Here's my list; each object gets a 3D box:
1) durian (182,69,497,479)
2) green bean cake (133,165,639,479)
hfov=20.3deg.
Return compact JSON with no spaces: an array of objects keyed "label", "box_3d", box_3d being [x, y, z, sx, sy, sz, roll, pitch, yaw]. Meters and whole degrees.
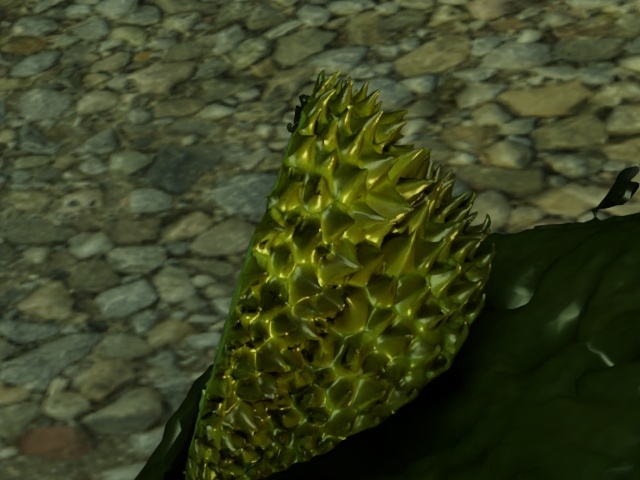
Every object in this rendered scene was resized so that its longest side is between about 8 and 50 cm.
[{"label":"durian","box_3d":[0.000,0.000,0.622,0.100,0.086,0.215,-28,27,34]},{"label":"green bean cake","box_3d":[0.095,0.128,0.600,0.319,0.218,0.335,-7,41,48]}]
